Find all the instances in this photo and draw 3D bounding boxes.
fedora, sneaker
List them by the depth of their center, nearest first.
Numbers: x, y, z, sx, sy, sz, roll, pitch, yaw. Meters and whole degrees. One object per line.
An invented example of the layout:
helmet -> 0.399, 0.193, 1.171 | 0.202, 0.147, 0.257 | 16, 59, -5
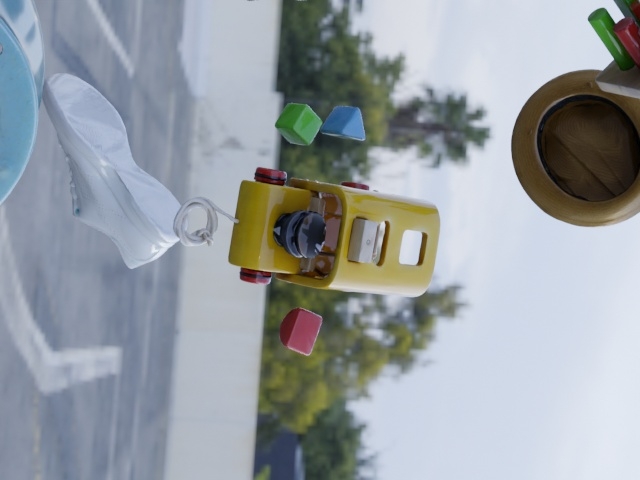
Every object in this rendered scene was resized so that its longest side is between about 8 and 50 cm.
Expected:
sneaker -> -0.229, -0.066, 1.400 | 0.094, 0.212, 0.080 | -38, 173, 34
fedora -> 0.323, -0.105, 1.650 | 0.079, 0.194, 0.194 | 23, 69, -69

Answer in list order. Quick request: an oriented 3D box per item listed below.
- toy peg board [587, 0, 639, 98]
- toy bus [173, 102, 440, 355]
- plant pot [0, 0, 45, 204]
toy peg board -> 0.341, -0.212, 1.292 | 0.161, 0.079, 0.161 | -45, -155, -8
toy bus -> 0.010, -0.004, 1.181 | 0.202, 0.104, 0.191 | -46, 124, -26
plant pot -> -0.308, -0.120, 0.949 | 0.255, 0.272, 0.271 | -138, -131, -58
